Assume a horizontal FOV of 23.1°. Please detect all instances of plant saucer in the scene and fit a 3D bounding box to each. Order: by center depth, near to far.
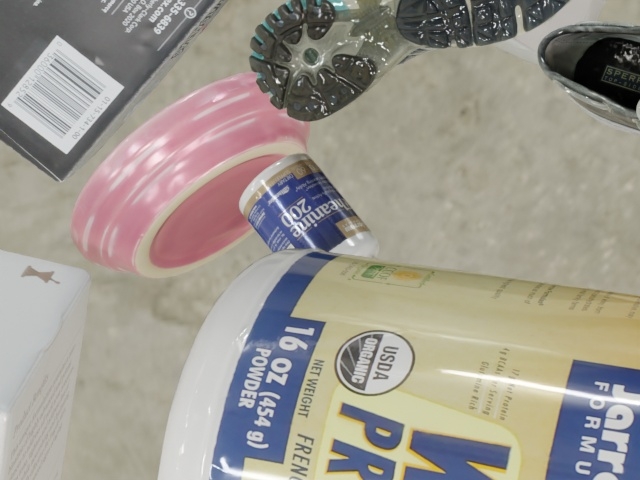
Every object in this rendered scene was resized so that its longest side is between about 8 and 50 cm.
[{"bbox_3d":[-0.139,-0.064,1.877,0.332,0.332,0.084,-33,71,-15],"label":"plant saucer"}]

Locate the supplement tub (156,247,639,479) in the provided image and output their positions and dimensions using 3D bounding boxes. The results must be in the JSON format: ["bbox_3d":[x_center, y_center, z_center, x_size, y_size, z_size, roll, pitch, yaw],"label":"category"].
[{"bbox_3d":[0.103,0.132,0.738,0.316,0.228,0.228,7,68,19],"label":"supplement tub"}]

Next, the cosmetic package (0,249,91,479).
[{"bbox_3d":[-0.462,0.231,1.682,0.327,0.329,0.393,13,114,2],"label":"cosmetic package"}]

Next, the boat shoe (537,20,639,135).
[{"bbox_3d":[0.312,-0.129,1.300,0.306,0.105,0.113,29,96,46],"label":"boat shoe"}]

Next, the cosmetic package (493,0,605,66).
[{"bbox_3d":[0.240,-0.384,1.585,0.097,0.284,0.377,25,94,35],"label":"cosmetic package"}]

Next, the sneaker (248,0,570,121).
[{"bbox_3d":[0.079,-0.186,1.099,0.110,0.283,0.122,62,36,-13],"label":"sneaker"}]

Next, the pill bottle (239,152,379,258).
[{"bbox_3d":[0.000,0.000,1.140,0.067,0.067,0.120,-34,74,-15],"label":"pill bottle"}]

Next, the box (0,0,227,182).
[{"bbox_3d":[-0.118,-0.186,0.861,0.163,0.247,0.142,38,28,-14],"label":"box"}]
